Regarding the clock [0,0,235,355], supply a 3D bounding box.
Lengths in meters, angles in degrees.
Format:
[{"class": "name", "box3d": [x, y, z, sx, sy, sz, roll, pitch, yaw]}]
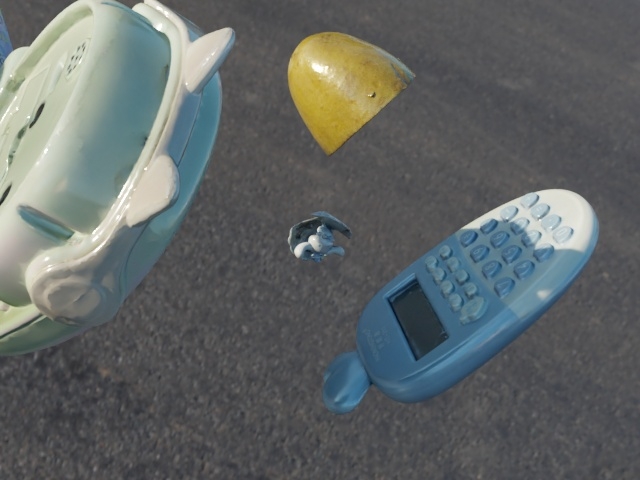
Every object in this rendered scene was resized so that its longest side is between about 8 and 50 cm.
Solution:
[{"class": "clock", "box3d": [-0.183, -0.061, 0.730, 0.108, 0.324, 0.265, 32, 60, -30]}]

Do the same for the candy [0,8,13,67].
[{"class": "candy", "box3d": [-0.422, -0.219, 1.200, 0.097, 0.062, 0.194, 17, 50, -65]}]

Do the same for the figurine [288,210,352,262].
[{"class": "figurine", "box3d": [0.000, 0.000, 1.568, 0.094, 0.086, 0.082, 34, -2, -30]}]

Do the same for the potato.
[{"class": "potato", "box3d": [0.027, -0.231, 1.427, 0.158, 0.178, 0.203, 46, 19, -7]}]

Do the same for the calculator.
[{"class": "calculator", "box3d": [0.124, 0.058, 0.912, 0.042, 0.302, 0.188, 47, 9, -23]}]
